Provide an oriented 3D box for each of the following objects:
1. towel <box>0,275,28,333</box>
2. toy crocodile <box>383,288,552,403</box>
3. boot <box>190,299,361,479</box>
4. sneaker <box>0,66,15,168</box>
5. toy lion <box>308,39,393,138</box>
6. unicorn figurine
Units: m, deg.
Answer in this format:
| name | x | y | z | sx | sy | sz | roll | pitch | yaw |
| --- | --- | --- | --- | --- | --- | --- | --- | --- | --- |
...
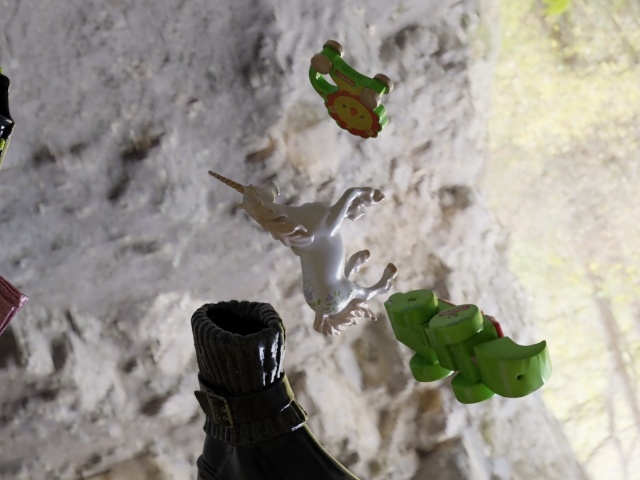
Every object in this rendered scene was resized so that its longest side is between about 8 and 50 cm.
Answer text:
| name | x | y | z | sx | sy | sz | roll | pitch | yaw |
| --- | --- | --- | --- | --- | --- | --- | --- | --- | --- |
| towel | -0.488 | 0.113 | 1.284 | 0.329 | 0.237 | 0.037 | -51 | -172 | 0 |
| toy crocodile | 0.178 | 0.127 | 1.664 | 0.105 | 0.115 | 0.340 | -25 | -165 | -16 |
| boot | -0.047 | 0.229 | 1.609 | 0.131 | 0.348 | 0.260 | -11 | 110 | -44 |
| sneaker | -0.395 | -0.109 | 1.442 | 0.084 | 0.235 | 0.097 | 24 | 135 | -34 |
| toy lion | 0.029 | -0.152 | 1.345 | 0.034 | 0.100 | 0.096 | -52 | 176 | -29 |
| unicorn figurine | 0.000 | 0.000 | 0.986 | 0.111 | 0.162 | 0.060 | -25 | -173 | -34 |
